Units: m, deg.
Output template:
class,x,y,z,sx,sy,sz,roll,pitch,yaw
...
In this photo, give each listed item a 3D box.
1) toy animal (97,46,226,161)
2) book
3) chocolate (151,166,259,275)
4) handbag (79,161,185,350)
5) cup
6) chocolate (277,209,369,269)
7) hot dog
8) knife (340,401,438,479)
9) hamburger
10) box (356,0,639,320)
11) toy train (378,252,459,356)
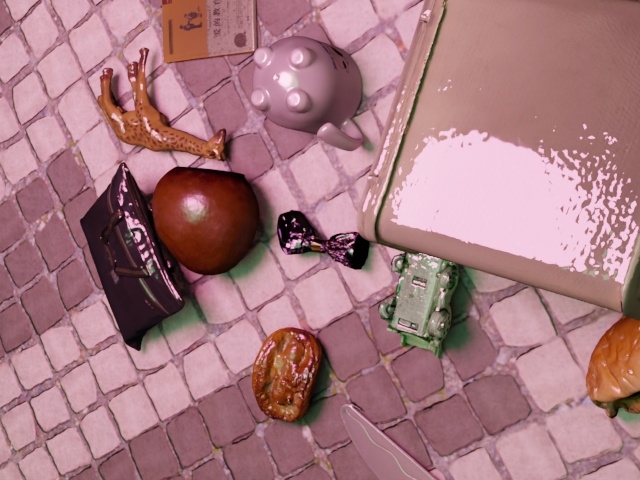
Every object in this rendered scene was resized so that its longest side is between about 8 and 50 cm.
class,x,y,z,sx,sy,sz,roll,pitch,yaw
toy animal,-0.264,-0.195,1.383,0.149,0.054,0.275,-48,70,16
book,-0.177,-0.348,1.358,0.172,0.012,0.118,-1,91,26
chocolate,-0.175,-0.028,1.292,0.176,0.176,0.177,1,93,26
handbag,-0.304,0.028,1.373,0.211,0.088,0.254,-41,70,49
cup,-0.025,-0.202,1.219,0.134,0.142,0.174,-10,88,25
chocolate,-0.001,0.002,1.267,0.147,0.072,0.070,14,139,32
hot dog,-0.051,0.204,1.293,0.099,0.065,0.147,20,99,14
knife,0.151,0.355,1.226,0.336,0.043,0.081,35,113,27
hamburger,0.397,0.132,1.033,0.207,0.155,0.135,-33,74,30
box,0.260,-0.116,1.016,0.343,0.177,0.352,20,92,35
toy train,0.143,0.084,1.190,0.099,0.081,0.149,14,92,26
